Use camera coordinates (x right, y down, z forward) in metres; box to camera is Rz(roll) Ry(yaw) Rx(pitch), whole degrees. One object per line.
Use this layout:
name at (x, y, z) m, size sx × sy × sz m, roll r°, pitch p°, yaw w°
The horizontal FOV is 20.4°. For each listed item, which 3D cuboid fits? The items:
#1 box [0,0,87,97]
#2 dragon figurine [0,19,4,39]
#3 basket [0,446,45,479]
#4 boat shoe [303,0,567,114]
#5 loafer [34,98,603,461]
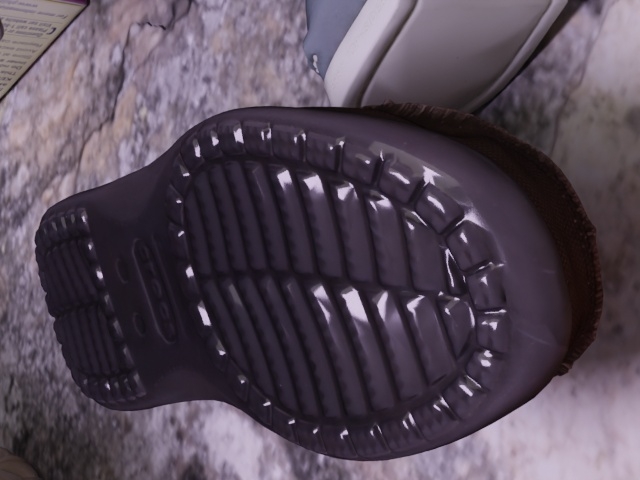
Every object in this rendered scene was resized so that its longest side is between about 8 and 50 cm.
box at (-0.270, -0.197, 1.179) m, size 0.243 × 0.117 × 0.214 m, roll -36°, pitch 58°, yaw 47°
dragon figurine at (-0.145, -0.230, 0.975) m, size 0.085 × 0.144 × 0.289 m, roll 17°, pitch 100°, yaw 55°
basket at (-0.273, 0.251, 0.934) m, size 0.328 × 0.331 × 0.266 m, roll 24°, pitch 93°, yaw 54°
boat shoe at (0.077, -0.168, 0.669) m, size 0.319 × 0.116 × 0.099 m, roll -54°, pitch 49°, yaw 45°
loafer at (0.000, 0.000, 0.734) m, size 0.366 × 0.130 × 0.134 m, roll 0°, pitch 107°, yaw 59°
